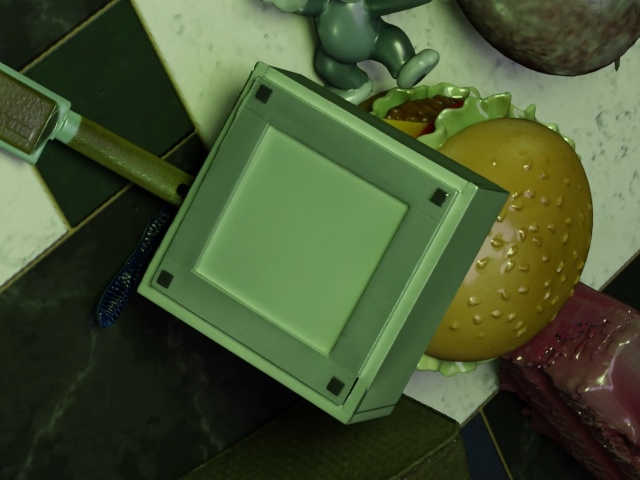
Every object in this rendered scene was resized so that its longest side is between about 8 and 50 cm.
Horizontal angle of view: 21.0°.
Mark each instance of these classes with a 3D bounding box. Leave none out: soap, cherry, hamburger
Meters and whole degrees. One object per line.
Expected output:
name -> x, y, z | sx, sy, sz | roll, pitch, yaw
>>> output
soap -> 0.314, 0.175, 1.842 | 0.127, 0.220, 0.325 | -48, 129, -11
cherry -> 0.219, -0.284, 1.607 | 0.230, 0.203, 0.300 | -48, 122, -8
hamburger -> 0.131, -0.010, 1.621 | 0.274, 0.212, 0.274 | -16, 116, -37

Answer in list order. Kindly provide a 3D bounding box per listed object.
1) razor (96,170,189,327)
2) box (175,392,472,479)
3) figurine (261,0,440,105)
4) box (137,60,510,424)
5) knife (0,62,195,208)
razor -> -0.152, 0.012, 1.512 | 0.044, 0.028, 0.154 | 44, 70, -32
box -> -0.003, 0.265, 1.626 | 0.273, 0.184, 0.143 | -32, 123, -28
figurine -> 0.048, -0.235, 1.523 | 0.265, 0.193, 0.140 | 80, 14, -52
box -> 0.000, 0.000, 1.467 | 0.225, 0.225, 0.117 | -62, 162, 9
knife -> -0.228, -0.092, 1.400 | 0.343, 0.027, 0.061 | 31, 84, -38
